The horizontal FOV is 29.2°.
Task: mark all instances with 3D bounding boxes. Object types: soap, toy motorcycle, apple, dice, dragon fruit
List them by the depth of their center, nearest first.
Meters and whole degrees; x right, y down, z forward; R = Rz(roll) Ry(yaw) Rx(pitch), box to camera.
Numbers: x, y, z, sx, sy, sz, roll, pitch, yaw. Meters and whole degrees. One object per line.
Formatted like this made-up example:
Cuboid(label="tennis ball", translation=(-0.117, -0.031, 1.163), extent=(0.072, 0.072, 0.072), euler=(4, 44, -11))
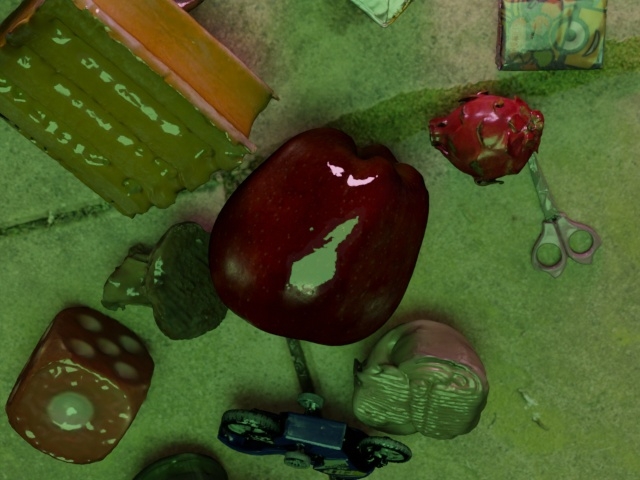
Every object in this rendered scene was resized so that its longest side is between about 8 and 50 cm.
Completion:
Cuboid(label="soap", translation=(-0.275, -0.203, 1.659), extent=(0.335, 0.156, 0.293), euler=(39, 142, -21))
Cuboid(label="apple", translation=(0.000, 0.000, 1.748), extent=(0.288, 0.288, 0.317), euler=(29, 103, -11))
Cuboid(label="dragon fruit", translation=(0.237, -0.144, 1.757), extent=(0.165, 0.136, 0.133), euler=(0, 112, 13))
Cuboid(label="dice", translation=(-0.372, 0.223, 1.899), extent=(0.175, 0.179, 0.174), euler=(29, 110, -16))
Cuboid(label="toy motorcycle", translation=(-0.012, 0.324, 1.959), extent=(0.315, 0.113, 0.169), euler=(11, 154, 5))

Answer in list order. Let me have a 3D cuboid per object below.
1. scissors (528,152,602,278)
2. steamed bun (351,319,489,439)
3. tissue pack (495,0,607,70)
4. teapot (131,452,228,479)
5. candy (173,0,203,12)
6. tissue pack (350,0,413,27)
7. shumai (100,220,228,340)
Cuboid(label="scissors", translation=(0.348, -0.044, 1.855), extent=(0.110, 0.021, 0.212), euler=(-21, 112, 7))
Cuboid(label="steamed bun", translation=(0.157, 0.203, 1.901), extent=(0.211, 0.144, 0.218), euler=(10, 142, 8))
Cuboid(label="tissue pack", translation=(0.323, -0.293, 1.728), extent=(0.148, 0.060, 0.109), euler=(-1, 112, 3))
Cuboid(label="teapot", translation=(-0.166, 0.486, 1.933), extent=(0.270, 0.337, 0.200), euler=(-16, 130, -14))
Cuboid(label="candy", translation=(-0.166, -0.426, 1.635), extent=(0.101, 0.143, 0.271), euler=(20, 112, -12))
Cuboid(label="tissue pack", translation=(0.052, -0.399, 1.599), extent=(0.185, 0.225, 0.124), euler=(38, 109, -13))
Cuboid(label="shumai", translation=(-0.233, 0.056, 1.856), extent=(0.152, 0.161, 0.209), euler=(8, 150, 28))
